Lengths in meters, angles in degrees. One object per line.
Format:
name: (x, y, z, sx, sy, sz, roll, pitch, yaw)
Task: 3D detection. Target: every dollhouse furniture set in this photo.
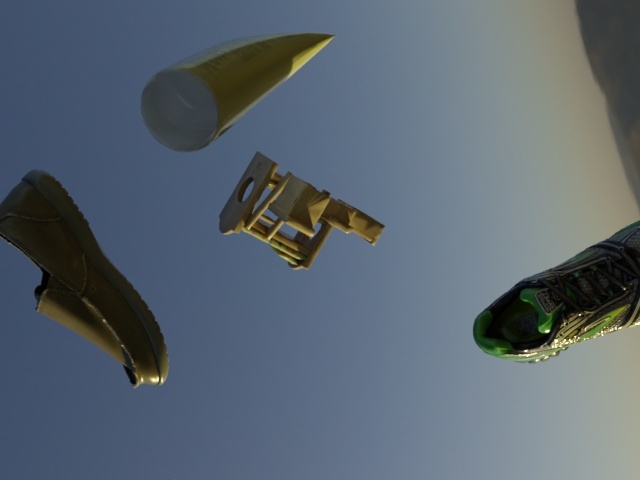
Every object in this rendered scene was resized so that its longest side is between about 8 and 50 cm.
dollhouse furniture set: (0.000, 0.000, 0.999, 0.182, 0.101, 0.161, 28, -175, -29)

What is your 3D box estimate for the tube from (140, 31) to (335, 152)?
tube: (-0.061, -0.135, 0.701, 0.070, 0.062, 0.240, 35, -151, -1)

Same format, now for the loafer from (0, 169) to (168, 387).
loafer: (-0.245, 0.053, 0.882, 0.087, 0.094, 0.251, -37, -80, -23)

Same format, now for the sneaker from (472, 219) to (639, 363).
sneaker: (0.363, 0.080, 1.193, 0.146, 0.344, 0.134, 2, -124, -55)
